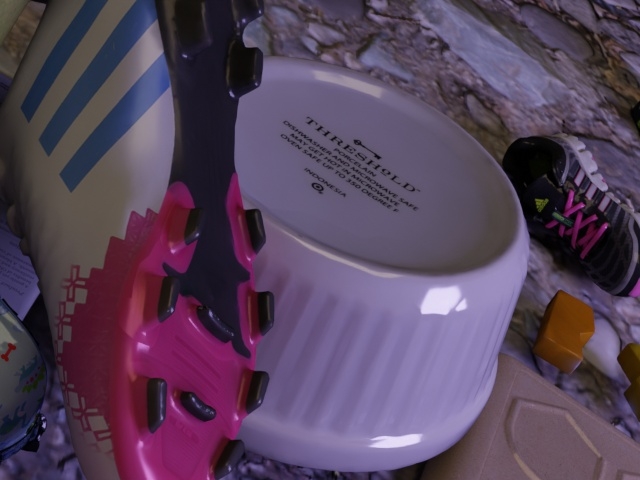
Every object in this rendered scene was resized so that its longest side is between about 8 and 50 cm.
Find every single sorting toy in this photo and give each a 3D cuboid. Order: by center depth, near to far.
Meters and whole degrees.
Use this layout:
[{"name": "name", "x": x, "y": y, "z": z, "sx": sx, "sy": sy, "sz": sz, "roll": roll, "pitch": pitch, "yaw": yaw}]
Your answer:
[{"name": "sorting toy", "x": 0.181, "y": 0.167, "z": 1.034, "sx": 0.229, "sy": 0.041, "sz": 0.307, "roll": 31, "pitch": 38, "yaw": 0}]

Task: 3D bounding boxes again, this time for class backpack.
[{"name": "backpack", "x": -0.188, "y": 0.066, "z": 0.780, "sx": 0.105, "sy": 0.114, "sz": 0.084, "roll": 45, "pitch": 58, "yaw": 8}]

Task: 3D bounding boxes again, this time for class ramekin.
[{"name": "ramekin", "x": 0.000, "y": 0.000, "z": 0.951, "sx": 0.273, "sy": 0.127, "sz": 0.273, "roll": 17, "pitch": 35, "yaw": -12}]

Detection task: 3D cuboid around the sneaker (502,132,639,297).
[{"name": "sneaker", "x": 0.192, "y": -0.022, "z": 1.215, "sx": 0.075, "sy": 0.063, "sz": 0.170, "roll": 6, "pitch": 42, "yaw": -35}]

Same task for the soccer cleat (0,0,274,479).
[{"name": "soccer cleat", "x": -0.105, "y": -0.012, "z": 0.804, "sx": 0.116, "sy": 0.143, "sz": 0.331, "roll": 42, "pitch": 43, "yaw": -52}]

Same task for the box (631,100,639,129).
[{"name": "box", "x": 0.327, "y": -0.116, "z": 1.399, "sx": 0.052, "sy": 0.083, "sz": 0.062, "roll": 13, "pitch": 43, "yaw": -30}]

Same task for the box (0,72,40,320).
[{"name": "box", "x": -0.185, "y": -0.027, "z": 0.900, "sx": 0.101, "sy": 0.087, "sz": 0.102, "roll": 31, "pitch": 37, "yaw": -9}]

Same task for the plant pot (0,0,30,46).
[{"name": "plant pot", "x": -0.267, "y": -0.097, "z": 0.735, "sx": 0.276, "sy": 0.253, "sz": 0.276, "roll": 21, "pitch": -4, "yaw": 2}]
